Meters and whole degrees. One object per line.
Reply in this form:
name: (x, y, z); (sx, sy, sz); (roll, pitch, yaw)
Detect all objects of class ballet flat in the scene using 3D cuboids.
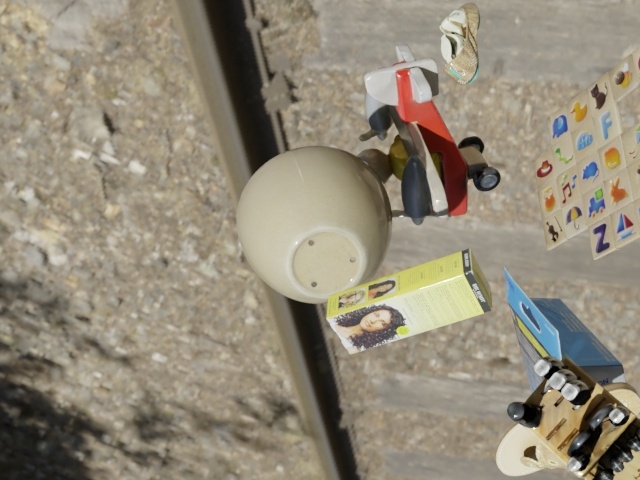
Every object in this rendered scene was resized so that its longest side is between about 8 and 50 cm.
ballet flat: (0.254, -0.375, 1.791); (0.067, 0.206, 0.073); (22, 137, -22)

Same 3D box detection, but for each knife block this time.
knife block: (0.265, 0.181, 1.055); (0.242, 0.088, 0.275); (40, -176, -20)

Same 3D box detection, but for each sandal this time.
sandal: (0.360, 0.292, 1.428); (0.240, 0.079, 0.088); (-34, 104, 18)

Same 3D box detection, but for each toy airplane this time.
toy airplane: (0.180, -0.210, 2.051); (0.273, 0.386, 0.384); (-29, 86, 12)

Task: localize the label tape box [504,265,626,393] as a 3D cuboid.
label tape box: (0.448, 0.225, 1.746); (0.115, 0.249, 0.347); (-20, 117, -4)

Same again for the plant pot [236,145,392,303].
plant pot: (0.000, 0.000, 1.702); (0.284, 0.191, 0.284); (-3, 116, -6)

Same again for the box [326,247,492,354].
box: (0.131, 0.093, 1.447); (0.232, 0.058, 0.087); (-21, 124, 19)

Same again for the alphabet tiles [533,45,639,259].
alphabet tiles: (0.314, -0.083, 1.086); (0.009, 0.198, 0.237); (4, 158, -22)
